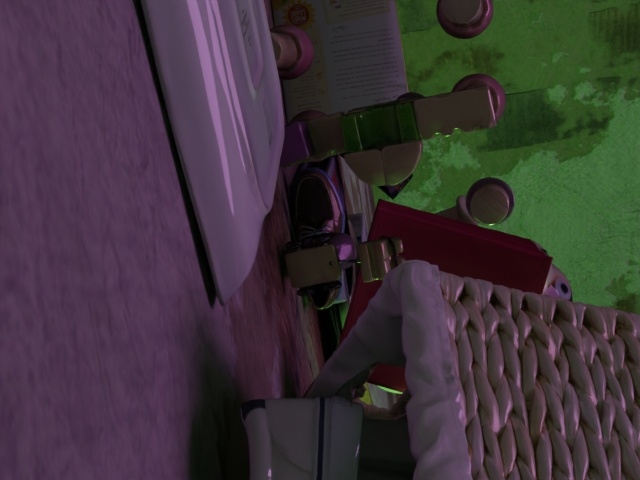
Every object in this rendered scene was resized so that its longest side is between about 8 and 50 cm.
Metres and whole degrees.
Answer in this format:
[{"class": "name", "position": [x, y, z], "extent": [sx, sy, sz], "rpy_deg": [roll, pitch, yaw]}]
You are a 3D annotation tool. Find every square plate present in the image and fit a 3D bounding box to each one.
[{"class": "square plate", "position": [-0.081, -0.175, 0.841], "extent": [0.347, 0.049, 0.344], "rpy_deg": [-86, 166, -64]}]

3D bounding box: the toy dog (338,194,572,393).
[{"class": "toy dog", "position": [0.247, 0.123, 1.825], "extent": [0.284, 0.408, 0.395], "rpy_deg": [-83, 164, -66]}]

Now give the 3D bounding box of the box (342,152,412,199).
[{"class": "box", "position": [0.058, -0.152, 1.597], "extent": [0.183, 0.056, 0.231], "rpy_deg": [40, 1, 7]}]

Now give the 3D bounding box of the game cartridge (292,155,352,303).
[{"class": "game cartridge", "position": [0.008, -0.018, 1.472], "extent": [0.294, 0.060, 0.196], "rpy_deg": [-76, 161, -74]}]

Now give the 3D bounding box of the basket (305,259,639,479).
[{"class": "basket", "position": [0.130, 0.247, 0.756], "extent": [0.328, 0.266, 0.331], "rpy_deg": [117, -22, -49]}]

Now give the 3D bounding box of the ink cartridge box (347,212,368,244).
[{"class": "ink cartridge box", "position": [0.087, 0.085, 2.099], "extent": [0.223, 0.045, 0.224], "rpy_deg": [-84, 165, -67]}]

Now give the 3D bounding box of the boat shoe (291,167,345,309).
[{"class": "boat shoe", "position": [0.000, 0.000, 1.289], "extent": [0.066, 0.066, 0.183], "rpy_deg": [-71, 152, -74]}]

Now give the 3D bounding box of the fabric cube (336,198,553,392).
[{"class": "fabric cube", "position": [0.176, 0.095, 1.535], "extent": [0.259, 0.258, 0.254], "rpy_deg": [-51, 158, -83]}]

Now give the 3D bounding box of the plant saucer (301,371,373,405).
[{"class": "plant saucer", "position": [0.033, 0.332, 1.096], "extent": [0.333, 0.081, 0.333], "rpy_deg": [74, 10, -52]}]

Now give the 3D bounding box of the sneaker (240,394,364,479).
[{"class": "sneaker", "position": [-0.027, 0.224, 0.636], "extent": [0.094, 0.091, 0.258], "rpy_deg": [83, 12, -67]}]

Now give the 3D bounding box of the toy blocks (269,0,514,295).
[{"class": "toy blocks", "position": [0.087, -0.129, 1.214], "extent": [0.260, 0.288, 0.309], "rpy_deg": [-42, 121, -76]}]

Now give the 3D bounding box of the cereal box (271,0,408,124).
[{"class": "cereal box", "position": [0.030, -0.245, 1.402], "extent": [0.047, 0.173, 0.240], "rpy_deg": [22, 61, -84]}]
